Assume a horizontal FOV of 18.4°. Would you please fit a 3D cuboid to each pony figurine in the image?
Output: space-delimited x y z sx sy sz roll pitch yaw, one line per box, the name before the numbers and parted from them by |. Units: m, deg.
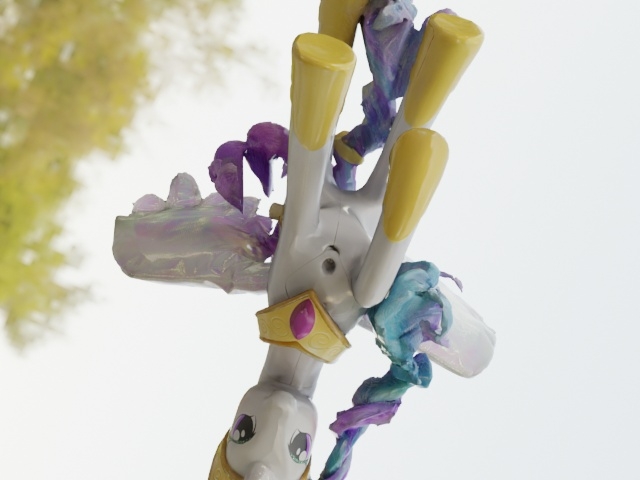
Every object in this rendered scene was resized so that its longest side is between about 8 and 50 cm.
pony figurine | 0.000 0.000 1.362 0.351 0.303 0.363 -77 -177 -65
